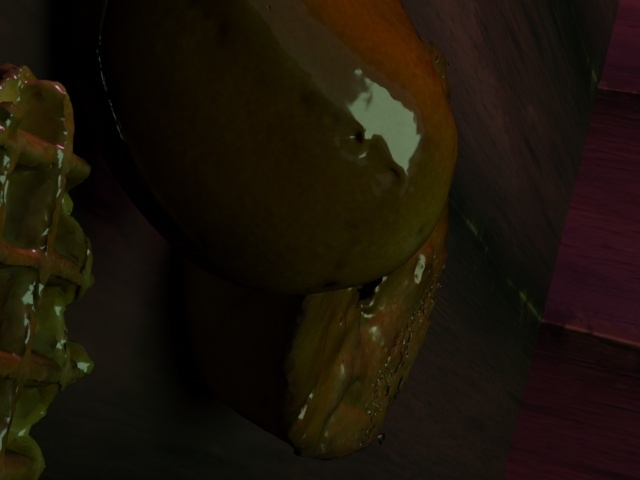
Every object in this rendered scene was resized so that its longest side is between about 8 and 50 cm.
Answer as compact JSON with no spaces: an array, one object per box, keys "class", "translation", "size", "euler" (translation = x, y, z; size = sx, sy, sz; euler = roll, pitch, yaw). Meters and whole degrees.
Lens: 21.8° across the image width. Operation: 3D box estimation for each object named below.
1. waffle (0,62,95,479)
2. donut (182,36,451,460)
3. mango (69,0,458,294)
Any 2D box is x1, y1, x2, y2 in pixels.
[{"class":"waffle","translation":[-0.168,0.033,0.630],"size":[0.300,0.058,0.281],"euler":[71,35,-58]},{"class":"donut","translation":[0.000,0.002,1.050],"size":[0.277,0.109,0.277],"euler":[13,90,-72]},{"class":"mango","translation":[-0.030,-0.076,0.812],"size":[0.166,0.136,0.236],"euler":[-30,115,-11]}]
